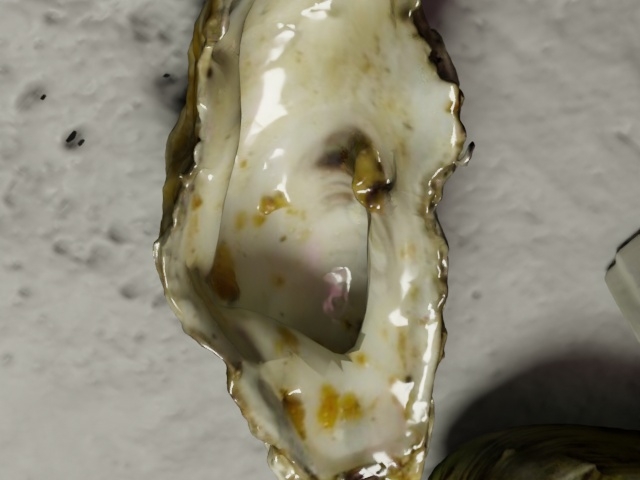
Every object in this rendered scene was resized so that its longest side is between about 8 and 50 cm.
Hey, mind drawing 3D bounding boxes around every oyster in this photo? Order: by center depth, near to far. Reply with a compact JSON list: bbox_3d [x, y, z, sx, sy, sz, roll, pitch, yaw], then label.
[{"bbox_3d":[0.001,-0.003,0.925,0.166,0.110,0.341,-21,121,-7],"label":"oyster"}]

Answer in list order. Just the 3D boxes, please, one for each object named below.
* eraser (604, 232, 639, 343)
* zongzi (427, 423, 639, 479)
[{"bbox_3d":[0.286,-0.019,0.974,0.279,0.124,0.081,-40,123,12],"label":"eraser"},{"bbox_3d":[0.255,0.130,1.060,0.323,0.160,0.360,36,90,-22],"label":"zongzi"}]
